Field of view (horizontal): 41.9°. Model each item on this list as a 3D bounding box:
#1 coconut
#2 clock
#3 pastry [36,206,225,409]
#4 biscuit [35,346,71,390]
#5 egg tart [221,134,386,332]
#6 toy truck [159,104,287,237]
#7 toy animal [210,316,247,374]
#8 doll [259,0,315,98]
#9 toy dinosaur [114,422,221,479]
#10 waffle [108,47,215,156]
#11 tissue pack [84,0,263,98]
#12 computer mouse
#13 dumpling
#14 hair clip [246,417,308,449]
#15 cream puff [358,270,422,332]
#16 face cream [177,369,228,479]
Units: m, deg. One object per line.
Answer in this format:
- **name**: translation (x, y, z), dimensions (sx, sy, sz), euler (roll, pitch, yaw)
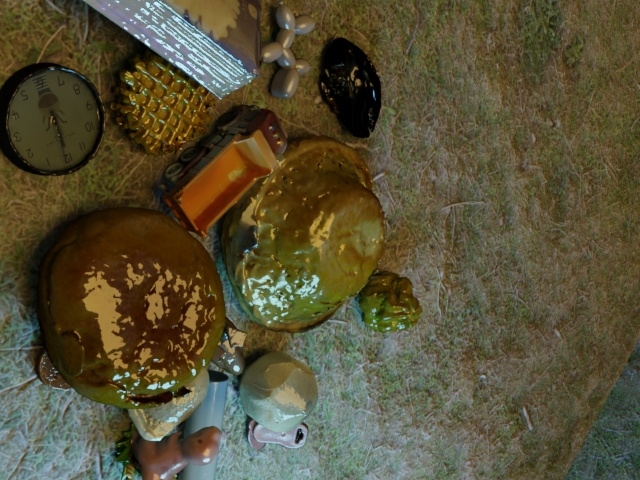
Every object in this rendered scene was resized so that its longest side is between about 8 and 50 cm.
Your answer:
- **coconut**: translation (-0.084, 0.320, 1.766), dimensions (0.161, 0.162, 0.160), euler (-16, 113, -43)
- **clock**: translation (-0.430, -0.193, 1.345), dimensions (0.185, 0.040, 0.184), euler (-15, 112, -43)
- **pastry**: translation (-0.318, 0.111, 1.427), dimensions (0.356, 0.164, 0.355), euler (1, 88, -33)
- **biscuit**: translation (-0.440, 0.198, 1.464), dimensions (0.130, 0.019, 0.102), euler (-55, 133, -19)
- **egg tart**: translation (0.000, 0.000, 1.750), dimensions (0.443, 0.178, 0.442), euler (-18, 115, -43)
- **toy truck**: translation (-0.179, -0.138, 1.553), dimensions (0.270, 0.135, 0.114), euler (-49, 131, -25)
- **toy animal**: translation (-0.208, 0.183, 1.645), dimensions (0.089, 0.179, 0.188), euler (-31, 90, -14)
- **doll**: translation (-0.066, -0.384, 1.655), dimensions (0.160, 0.059, 0.161), euler (-52, 132, -22)
- **toy dinosaur**: translation (-0.280, 0.424, 1.583), dimensions (0.194, 0.177, 0.152), euler (-49, 131, -22)
- **waffle**: translation (-0.276, -0.244, 1.474), dimensions (0.193, 0.070, 0.197), euler (-40, 130, -32)
- **tissue pack**: translation (-0.240, -0.422, 1.360), dimensions (0.344, 0.125, 0.242), euler (33, 47, -47)
- **computer mouse**: translation (0.078, -0.328, 1.810), dimensions (0.146, 0.078, 0.241), euler (-43, 129, -27)
- **dumpling**: translation (-0.294, 0.256, 1.566), dimensions (0.166, 0.126, 0.215), euler (48, 69, -25)
- **hair clip**: translation (-0.103, 0.414, 1.873), dimensions (0.138, 0.102, 0.123), euler (4, 98, -14)
- **cream puff**: translation (0.172, 0.151, 2.005), dimensions (0.121, 0.156, 0.156), euler (18, 88, -65)
- **face cream**: translation (-0.238, 0.391, 1.688), dimensions (0.077, 0.077, 0.249), euler (1, 101, -46)
